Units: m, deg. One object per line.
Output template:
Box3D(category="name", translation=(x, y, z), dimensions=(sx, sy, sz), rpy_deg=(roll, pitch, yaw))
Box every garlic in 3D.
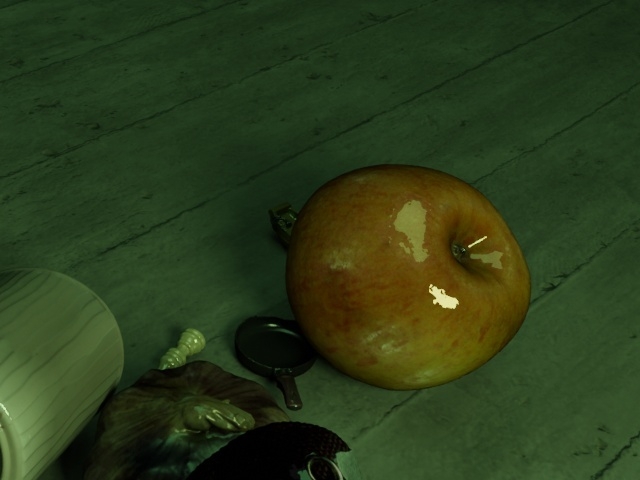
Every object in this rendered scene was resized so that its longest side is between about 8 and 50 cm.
Box3D(category="garlic", translation=(-0.146, 0.226, 1.332), dimensions=(0.245, 0.160, 0.245), rpy_deg=(0, 40, 0))

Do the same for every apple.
Box3D(category="apple", translation=(0.114, 0.044, 1.519), dimensions=(0.275, 0.299, 0.299), rpy_deg=(-16, 12, 46))

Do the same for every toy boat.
Box3D(category="toy boat", translation=(0.000, 0.000, 1.757), dimensions=(0.057, 0.077, 0.200), rpy_deg=(-24, 46, -36))

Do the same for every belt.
Box3D(category="belt", translation=(-0.067, 0.309, 1.123), dimensions=(0.184, 0.289, 0.164), rpy_deg=(31, 34, -9))

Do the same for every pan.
Box3D(category="pan", translation=(-0.048, 0.165, 1.540), dimensions=(0.115, 0.040, 0.212), rpy_deg=(0, 28, -12))

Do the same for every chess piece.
Box3D(category="chess piece", translation=(-0.188, 0.152, 1.542), dimensions=(0.035, 0.035, 0.092), rpy_deg=(22, 40, 19))

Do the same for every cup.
Box3D(category="cup", translation=(-0.388, 0.165, 1.283), dimensions=(0.288, 0.208, 0.273), rpy_deg=(1, 17, 10))
